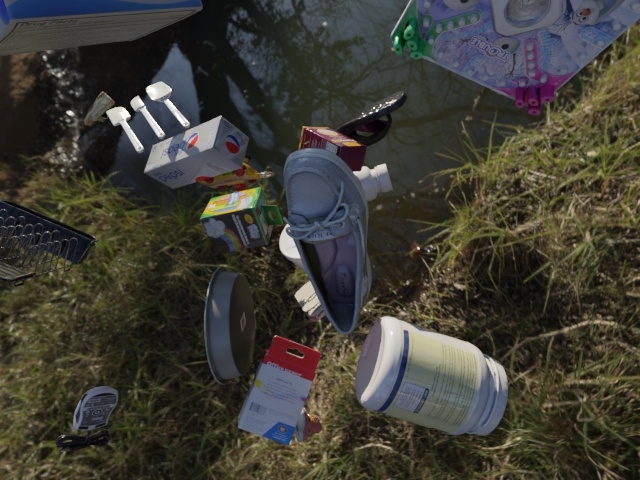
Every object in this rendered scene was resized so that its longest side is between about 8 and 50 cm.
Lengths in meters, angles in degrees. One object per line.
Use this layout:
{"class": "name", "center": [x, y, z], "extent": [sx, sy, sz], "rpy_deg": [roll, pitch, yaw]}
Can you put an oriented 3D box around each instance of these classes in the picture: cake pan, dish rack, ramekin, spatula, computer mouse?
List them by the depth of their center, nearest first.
{"class": "dish rack", "center": [-0.576, 0.000, 0.794], "extent": [0.208, 0.271, 0.074], "rpy_deg": [23, 94, -5]}
{"class": "computer mouse", "center": [-0.470, 0.360, 0.886], "extent": [0.042, 0.106, 0.193], "rpy_deg": [50, 119, 42]}
{"class": "spatula", "center": [-0.420, -0.307, 1.047], "extent": [0.168, 0.019, 0.242], "rpy_deg": [-32, 52, -15]}
{"class": "cake pan", "center": [-0.221, 0.211, 1.088], "extent": [0.054, 0.293, 0.293], "rpy_deg": [-4, 64, 4]}
{"class": "ramekin", "center": [0.000, 0.000, 1.504], "extent": [0.272, 0.127, 0.273], "rpy_deg": [-20, 38, 17]}

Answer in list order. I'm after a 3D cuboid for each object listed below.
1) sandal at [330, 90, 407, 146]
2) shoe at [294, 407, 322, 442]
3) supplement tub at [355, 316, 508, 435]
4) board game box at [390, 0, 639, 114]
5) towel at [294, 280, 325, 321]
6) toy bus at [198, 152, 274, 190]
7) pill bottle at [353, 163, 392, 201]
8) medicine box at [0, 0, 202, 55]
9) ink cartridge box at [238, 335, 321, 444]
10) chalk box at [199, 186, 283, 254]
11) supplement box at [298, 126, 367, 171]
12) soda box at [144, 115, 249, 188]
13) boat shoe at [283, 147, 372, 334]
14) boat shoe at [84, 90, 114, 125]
{"class": "sandal", "center": [0.137, -0.369, 1.432], "extent": [0.167, 0.107, 0.445], "rpy_deg": [-46, 18, -31]}
{"class": "shoe", "center": [-0.040, 0.583, 1.386], "extent": [0.081, 0.178, 0.063], "rpy_deg": [-16, 42, -22]}
{"class": "supplement tub", "center": [0.276, 0.351, 1.095], "extent": [0.324, 0.235, 0.236], "rpy_deg": [19, 75, -6]}
{"class": "board game box", "center": [0.385, -0.434, 0.799], "extent": [0.390, 0.389, 0.050], "rpy_deg": [129, 157, -60]}
{"class": "towel", "center": [0.020, 0.137, 1.233], "extent": [0.187, 0.049, 0.282], "rpy_deg": [-40, 10, -4]}
{"class": "toy bus", "center": [-0.270, -0.223, 1.284], "extent": [0.191, 0.202, 0.105], "rpy_deg": [-20, 76, 58]}
{"class": "pill bottle", "center": [0.146, -0.204, 1.601], "extent": [0.229, 0.131, 0.131], "rpy_deg": [-16, 60, 10]}
{"class": "medicine box", "center": [-0.374, -0.383, 0.636], "extent": [0.289, 0.149, 0.263], "rpy_deg": [11, 31, 44]}
{"class": "ink cartridge box", "center": [-0.100, 0.360, 1.058], "extent": [0.134, 0.078, 0.231], "rpy_deg": [22, 83, -7]}
{"class": "chalk box", "center": [-0.294, -0.085, 1.707], "extent": [0.288, 0.180, 0.179], "rpy_deg": [-10, 32, 9]}
{"class": "supplement box", "center": [0.033, -0.271, 1.267], "extent": [0.188, 0.104, 0.081], "rpy_deg": [38, 126, 41]}
{"class": "soda box", "center": [-0.317, -0.214, 1.084], "extent": [0.286, 0.098, 0.091], "rpy_deg": [-8, 63, 36]}
{"class": "boat shoe", "center": [0.017, 0.010, 0.662], "extent": [0.118, 0.321, 0.103], "rpy_deg": [-3, 40, 13]}
{"class": "boat shoe", "center": [-0.605, -0.349, 1.171], "extent": [0.135, 0.045, 0.050], "rpy_deg": [-27, 38, 42]}
